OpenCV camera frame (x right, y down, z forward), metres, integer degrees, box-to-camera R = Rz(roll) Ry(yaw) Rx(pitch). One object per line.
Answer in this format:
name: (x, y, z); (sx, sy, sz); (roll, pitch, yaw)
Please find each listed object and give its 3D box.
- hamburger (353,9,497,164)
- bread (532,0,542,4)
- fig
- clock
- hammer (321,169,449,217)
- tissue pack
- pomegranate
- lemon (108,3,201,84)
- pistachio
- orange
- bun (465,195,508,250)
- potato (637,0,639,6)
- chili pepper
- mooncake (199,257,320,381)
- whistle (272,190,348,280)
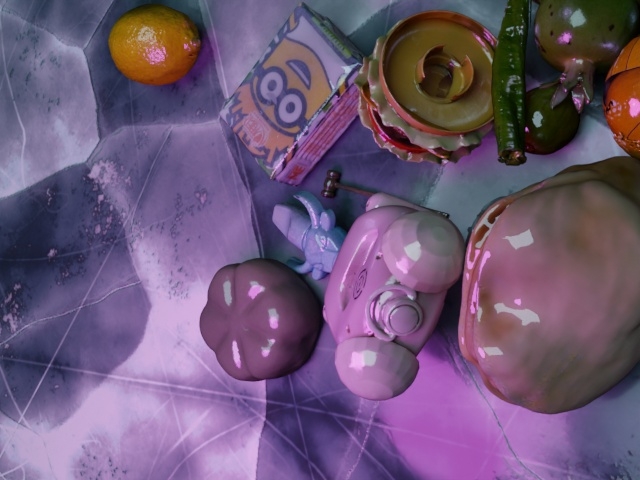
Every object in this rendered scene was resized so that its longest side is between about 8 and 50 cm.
hamburger: (0.199, -0.272, 1.630); (0.274, 0.212, 0.275); (3, 77, -12)
bread: (0.453, -0.525, 1.579); (0.140, 0.106, 0.236); (40, 106, 31)
fig: (0.418, -0.262, 1.594); (0.124, 0.124, 0.236); (13, 69, 33)
clock: (0.126, 0.088, 1.589); (0.184, 0.326, 0.342); (14, 104, -11)
hammer: (0.128, -0.083, 1.795); (0.292, 0.029, 0.058); (18, 97, 31)
tissue pack: (-0.042, -0.300, 1.862); (0.311, 0.128, 0.228); (-49, 61, 19)
pomegranate: (0.441, -0.328, 1.493); (0.181, 0.181, 0.224); (7, 78, 33)
lemon: (-0.383, -0.455, 2.066); (0.256, 0.188, 0.188); (-2, 84, 29)
pistachio: (0.401, 0.067, 1.434); (0.446, 0.365, 0.281); (-61, 17, 2)
orange: (0.565, -0.229, 1.410); (0.234, 0.234, 0.182); (-47, 19, 20)
bun: (0.311, -0.020, 1.599); (0.083, 0.141, 0.141); (26, 101, 5)
potato: (0.581, -0.439, 1.493); (0.225, 0.090, 0.117); (13, 114, 38)
chili pepper: (0.329, -0.306, 1.517); (0.076, 0.085, 0.359); (-4, 76, 36)
mooncake: (-0.137, 0.168, 1.868); (0.275, 0.135, 0.275); (1, 91, 37)
whistle: (0.000, 0.000, 1.830); (0.274, 0.093, 0.186); (33, 129, 34)
